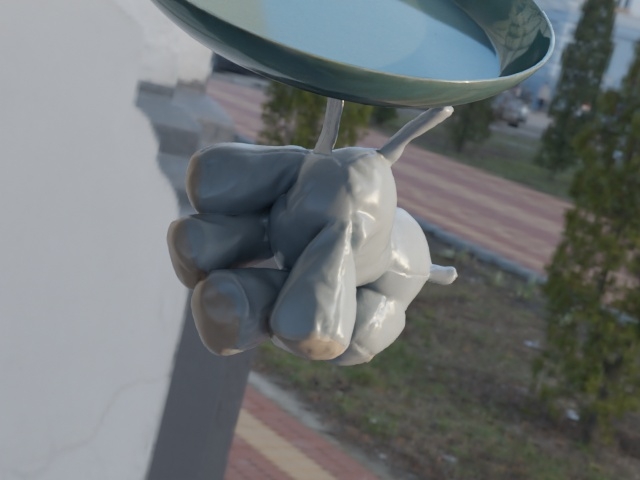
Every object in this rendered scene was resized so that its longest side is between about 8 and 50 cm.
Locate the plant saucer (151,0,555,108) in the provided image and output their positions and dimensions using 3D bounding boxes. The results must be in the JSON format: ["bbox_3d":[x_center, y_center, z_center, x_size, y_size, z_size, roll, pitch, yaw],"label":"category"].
[{"bbox_3d":[0.007,-0.175,0.780,0.317,0.044,0.318,14,32,-9],"label":"plant saucer"}]

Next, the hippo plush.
[{"bbox_3d":[0.000,0.000,1.126,0.234,0.294,0.236,23,-6,27],"label":"hippo plush"}]
